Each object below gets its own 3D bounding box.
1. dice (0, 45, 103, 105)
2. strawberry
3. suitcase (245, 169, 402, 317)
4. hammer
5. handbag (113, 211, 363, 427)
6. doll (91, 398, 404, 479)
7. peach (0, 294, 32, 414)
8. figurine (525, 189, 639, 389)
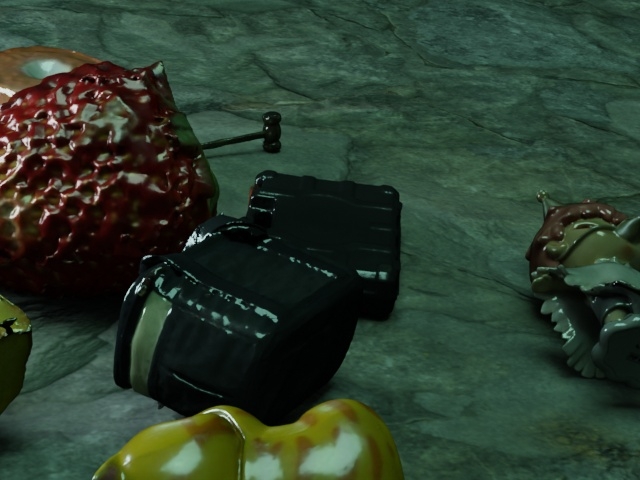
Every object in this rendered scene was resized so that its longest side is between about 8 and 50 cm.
[{"bbox_3d":[-0.373,-0.152,1.862,0.174,0.179,0.175,20,33,24],"label":"dice"},{"bbox_3d":[-0.292,-0.046,1.590,0.343,0.292,0.292,-23,35,-18],"label":"strawberry"},{"bbox_3d":[0.000,0.000,1.756,0.206,0.066,0.285,7,25,0],"label":"suitcase"},{"bbox_3d":[-0.187,-0.137,2.031,0.292,0.058,0.029,-13,26,-27],"label":"hammer"},{"bbox_3d":[-0.088,0.091,1.415,0.181,0.181,0.254,25,29,20],"label":"handbag"},{"bbox_3d":[-0.055,0.223,1.166,0.269,0.167,0.162,1,24,-4],"label":"doll"},{"bbox_3d":[-0.416,0.127,1.284,0.267,0.154,0.159,-22,45,-30],"label":"peach"},{"bbox_3d":[0.337,0.035,1.651,0.207,0.166,0.387,19,26,-13],"label":"figurine"}]
